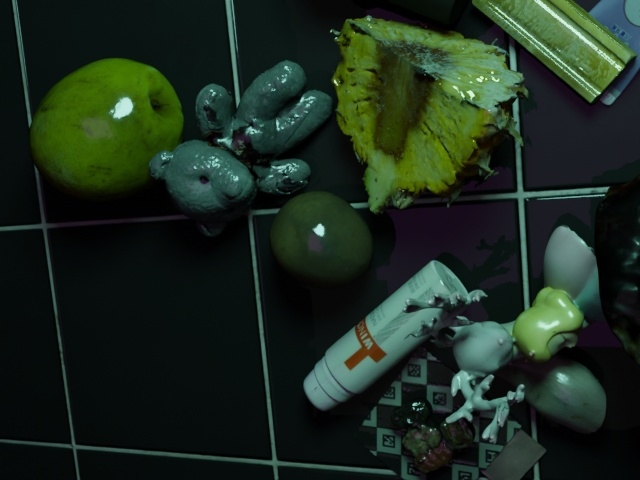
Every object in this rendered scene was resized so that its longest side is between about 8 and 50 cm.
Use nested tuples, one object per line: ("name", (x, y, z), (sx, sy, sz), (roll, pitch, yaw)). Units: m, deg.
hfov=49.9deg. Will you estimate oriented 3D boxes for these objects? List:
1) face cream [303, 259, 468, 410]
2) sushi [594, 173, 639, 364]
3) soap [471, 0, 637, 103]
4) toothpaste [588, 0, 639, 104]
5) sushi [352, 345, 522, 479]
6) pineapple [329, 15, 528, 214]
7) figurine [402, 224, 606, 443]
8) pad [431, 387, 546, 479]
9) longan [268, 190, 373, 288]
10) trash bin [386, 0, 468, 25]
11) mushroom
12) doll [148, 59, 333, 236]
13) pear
("face cream", (0.101, 0.178, 1.203), (0.345, 0.102, 0.102), (-43, 82, 19))
("sushi", (0.514, 0.030, 0.851), (0.294, 0.299, 0.282), (-17, 83, 45))
("soap", (0.352, -0.324, 1.048), (0.252, 0.037, 0.092), (46, 126, 13))
("toothpaste", (0.503, -0.376, 0.990), (0.125, 0.080, 0.371), (44, 120, 10))
("sushi", (0.194, 0.346, 1.216), (0.219, 0.047, 0.231), (37, 109, 14))
("pineapple", (0.179, -0.184, 1.110), (0.344, 0.208, 0.286), (44, 141, 35))
("figurine", (0.268, 0.119, 0.990), (0.315, 0.284, 0.206), (-39, 75, -1))
("pad", (0.285, 0.341, 1.207), (0.187, 0.006, 0.113), (39, 110, 13))
("longan", (0.000, 0.000, 1.182), (0.189, 0.189, 0.189), (3, 99, 21))
("trash bin", (0.088, -0.475, 1.054), (0.333, 0.214, 0.214), (30, 107, 9))
("mushroom", (0.351, 0.225, 1.118), (0.225, 0.093, 0.116), (29, 128, 10))
("doll", (-0.131, -0.153, 1.189), (0.340, 0.158, 0.246), (-35, 123, 13))
("pear", (-0.397, -0.196, 1.262), (0.307, 0.253, 0.253), (-14, 93, 23))
